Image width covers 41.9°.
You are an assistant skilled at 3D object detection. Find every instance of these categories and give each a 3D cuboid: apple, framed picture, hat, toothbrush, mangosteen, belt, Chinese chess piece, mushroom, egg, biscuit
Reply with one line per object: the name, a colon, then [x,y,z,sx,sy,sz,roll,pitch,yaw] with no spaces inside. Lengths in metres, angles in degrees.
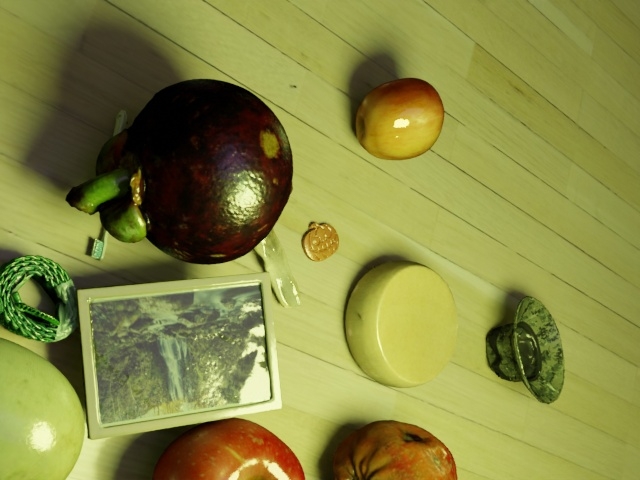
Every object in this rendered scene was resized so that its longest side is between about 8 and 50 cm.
apple: [0.160,-0.251,1.748,0.199,0.199,0.199,5,82,-38]
framed picture: [-0.223,0.180,1.356,0.324,0.020,0.241,-3,87,-24]
hat: [0.466,0.263,1.968,0.265,0.128,0.266,21,62,-47]
toothbrush: [-0.354,-0.095,1.415,0.026,0.022,0.263,21,72,-48]
mangosteen: [-0.216,-0.115,1.350,0.359,0.306,0.306,8,80,-31]
belt: [-0.435,0.093,1.292,0.151,0.079,0.121,52,57,-23]
Chinese chess piece: [0.173,0.174,1.758,0.273,0.102,0.273,4,84,-40]
mushroom: [-0.090,0.044,1.599,0.059,0.054,0.202,-38,114,-29]
egg: [-0.466,0.241,1.162,0.295,0.218,0.218,51,58,-21]
biscuit: [0.000,0.000,1.693,0.091,0.015,0.078,-35,107,-36]
apple: [-0.154,0.423,1.394,0.260,0.216,0.261,6,80,-38]

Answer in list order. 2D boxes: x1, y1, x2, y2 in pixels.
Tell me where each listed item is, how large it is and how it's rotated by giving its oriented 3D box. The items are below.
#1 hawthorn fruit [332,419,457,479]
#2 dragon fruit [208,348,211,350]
hawthorn fruit: [0.143,0.474,1.614,0.262,0.258,0.258,49,57,-42]
dragon fruit: [-0.213,0.229,1.461,0.161,0.127,0.121,30,89,-55]
